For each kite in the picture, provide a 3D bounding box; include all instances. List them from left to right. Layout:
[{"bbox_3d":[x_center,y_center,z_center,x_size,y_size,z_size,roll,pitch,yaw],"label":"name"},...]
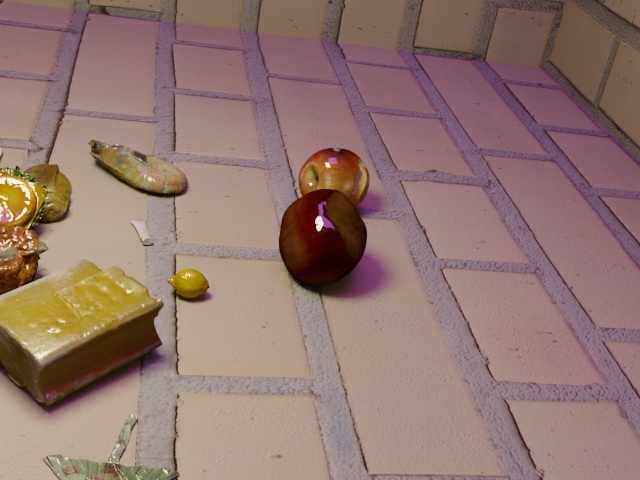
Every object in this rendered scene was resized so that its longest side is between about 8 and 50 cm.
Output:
[{"bbox_3d":[-0.351,0.375,1.518,0.229,0.012,0.250,10,28,-4],"label":"kite"}]

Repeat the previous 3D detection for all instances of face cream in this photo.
[{"bbox_3d":[-0.429,-0.024,2.173,0.038,0.020,0.115,-4,30,-23],"label":"face cream"}]

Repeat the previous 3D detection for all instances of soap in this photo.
[{"bbox_3d":[-0.486,0.160,1.725,0.259,0.143,0.281,27,38,30],"label":"soap"}]

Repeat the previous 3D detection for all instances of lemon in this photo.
[{"bbox_3d":[-0.289,0.094,1.973,0.092,0.065,0.065,8,30,-11],"label":"lemon"}]

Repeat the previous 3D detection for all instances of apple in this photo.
[{"bbox_3d":[0.043,-0.160,2.426,0.199,0.199,0.199,8,30,-5],"label":"apple"}]

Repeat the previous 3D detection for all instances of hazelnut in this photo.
[{"bbox_3d":[0.000,0.000,2.112,0.229,0.230,0.229,8,30,-5],"label":"hazelnut"}]

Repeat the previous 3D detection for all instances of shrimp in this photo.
[{"bbox_3d":[-0.494,-0.204,2.422,0.317,0.077,0.168,30,24,22],"label":"shrimp"}]

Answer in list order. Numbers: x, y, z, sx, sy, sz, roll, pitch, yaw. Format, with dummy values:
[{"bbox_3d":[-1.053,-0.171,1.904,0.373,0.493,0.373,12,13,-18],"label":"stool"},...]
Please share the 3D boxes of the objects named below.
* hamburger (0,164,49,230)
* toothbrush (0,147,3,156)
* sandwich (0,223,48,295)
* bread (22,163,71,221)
[{"bbox_3d":[-0.712,-0.074,2.049,0.164,0.093,0.190,35,68,1],"label":"hamburger"},{"bbox_3d":[-0.827,-0.142,2.231,0.042,0.040,0.418,-8,28,-7],"label":"toothbrush"},{"bbox_3d":[-0.716,0.023,1.850,0.301,0.162,0.250,-7,38,-24],"label":"sandwich"},{"bbox_3d":[-0.676,-0.129,2.213,0.128,0.088,0.232,10,24,-18],"label":"bread"}]
